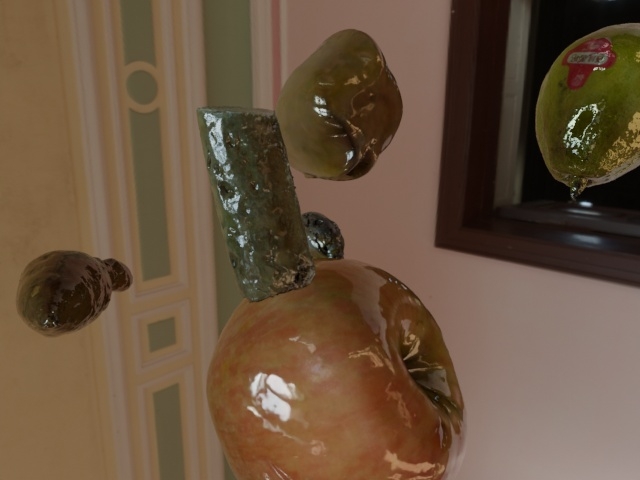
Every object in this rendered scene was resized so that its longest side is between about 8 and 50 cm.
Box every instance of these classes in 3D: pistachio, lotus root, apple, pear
[{"bbox_3d":[0.009,-0.198,0.792,0.162,0.260,0.213,7,-90,-35],"label":"pistachio"},{"bbox_3d":[0.001,-0.002,0.946,0.088,0.165,0.088,-12,-60,-22],"label":"lotus root"},{"bbox_3d":[0.016,0.224,0.791,0.391,0.346,0.392,46,-149,-38],"label":"apple"},{"bbox_3d":[0.599,-0.264,1.111,0.287,0.287,0.376,21,-91,-47],"label":"pear"}]

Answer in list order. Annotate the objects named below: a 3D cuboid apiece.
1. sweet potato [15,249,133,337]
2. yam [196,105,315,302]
[{"bbox_3d":[-0.231,0.044,0.489,0.074,0.269,0.075,0,-87,-8],"label":"sweet potato"},{"bbox_3d":[-0.057,-0.037,0.467,0.078,0.078,0.180,-20,-77,-43],"label":"yam"}]
